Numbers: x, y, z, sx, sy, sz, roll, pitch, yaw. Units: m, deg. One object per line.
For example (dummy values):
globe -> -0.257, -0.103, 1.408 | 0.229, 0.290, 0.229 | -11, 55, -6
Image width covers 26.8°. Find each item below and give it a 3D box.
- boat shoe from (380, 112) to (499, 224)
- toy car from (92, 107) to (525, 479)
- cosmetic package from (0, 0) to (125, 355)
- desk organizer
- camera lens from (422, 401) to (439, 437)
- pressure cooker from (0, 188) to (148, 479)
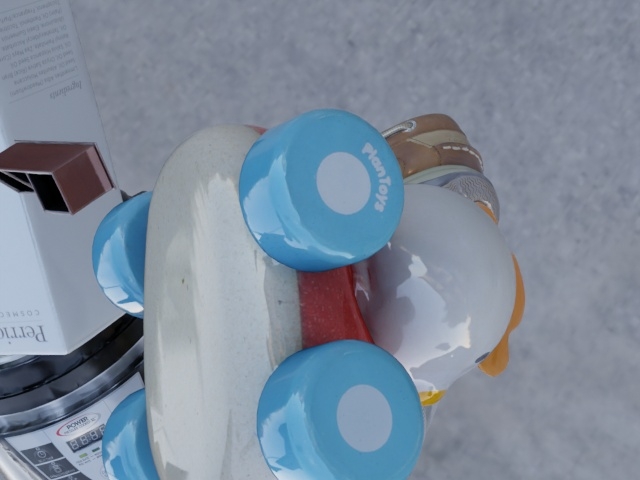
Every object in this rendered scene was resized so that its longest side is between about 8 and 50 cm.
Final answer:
boat shoe -> 0.000, 0.000, 1.129 | 0.324, 0.116, 0.123 | -26, 142, 22
toy car -> 0.029, 0.047, 0.726 | 0.219, 0.237, 0.210 | -20, 72, 57
cosmetic package -> -0.366, -0.114, 1.407 | 0.230, 0.161, 0.453 | -5, 108, 28
desk organizer -> -0.243, -0.056, 1.179 | 0.130, 0.050, 0.047 | 6, 125, 46
camera lens -> 0.013, 0.126, 1.330 | 0.219, 0.274, 0.219 | 11, 129, 15
pressure cooker -> -0.313, 0.143, 1.743 | 0.375, 0.370, 0.420 | 1, 132, 37
